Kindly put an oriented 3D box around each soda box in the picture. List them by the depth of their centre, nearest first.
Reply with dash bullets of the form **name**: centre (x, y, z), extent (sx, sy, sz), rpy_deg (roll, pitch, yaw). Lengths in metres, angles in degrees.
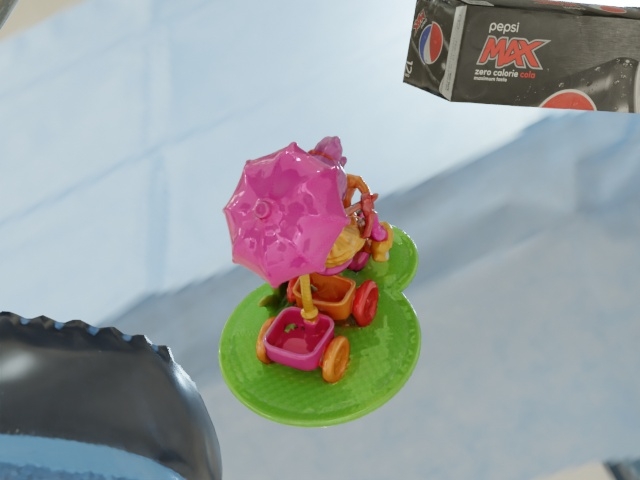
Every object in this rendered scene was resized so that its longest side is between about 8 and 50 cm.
- **soda box**: centre (0.134, -0.108, 1.128), extent (0.169, 0.060, 0.053), rpy_deg (1, 16, -30)

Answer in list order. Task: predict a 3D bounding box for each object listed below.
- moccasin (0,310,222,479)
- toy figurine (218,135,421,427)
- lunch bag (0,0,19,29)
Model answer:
- **moccasin**: centre (-0.194, 0.039, 0.459), extent (0.342, 0.137, 0.116), rpy_deg (-1, 47, 0)
- **toy figurine**: centre (0.000, 0.000, 1.197), extent (0.130, 0.159, 0.173), rpy_deg (16, 52, 22)
- **lunch bag**: centre (-0.198, -0.250, 1.000), extent (0.213, 0.256, 0.305), rpy_deg (30, 89, 22)
